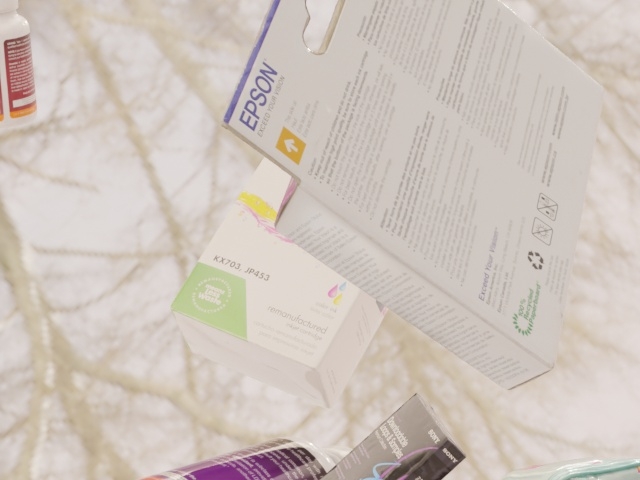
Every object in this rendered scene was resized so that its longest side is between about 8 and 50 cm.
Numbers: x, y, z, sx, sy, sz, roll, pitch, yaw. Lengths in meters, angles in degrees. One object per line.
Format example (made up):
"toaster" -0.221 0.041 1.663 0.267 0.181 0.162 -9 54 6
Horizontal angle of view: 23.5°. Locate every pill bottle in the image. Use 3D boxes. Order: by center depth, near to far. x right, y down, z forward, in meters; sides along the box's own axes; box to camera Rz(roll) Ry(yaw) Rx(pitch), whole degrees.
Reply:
"pill bottle" -0.087 0.330 1.745 0.323 0.182 0.181 -11 175 -40
"pill bottle" -0.376 -0.212 1.779 0.086 0.152 0.086 -1 -160 0

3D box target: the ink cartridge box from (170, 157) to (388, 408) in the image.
"ink cartridge box" 0.000 0.000 1.849 0.207 0.119 0.353 20 -116 21

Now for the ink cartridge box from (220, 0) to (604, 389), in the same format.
"ink cartridge box" 0.077 -0.096 1.233 0.071 0.330 0.324 -35 -153 44

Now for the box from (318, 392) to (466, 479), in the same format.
"box" 0.045 0.211 1.334 0.162 0.029 0.116 -41 -162 1

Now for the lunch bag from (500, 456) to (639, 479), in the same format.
"lunch bag" 0.274 0.365 1.570 0.107 0.224 0.279 -10 -98 45
